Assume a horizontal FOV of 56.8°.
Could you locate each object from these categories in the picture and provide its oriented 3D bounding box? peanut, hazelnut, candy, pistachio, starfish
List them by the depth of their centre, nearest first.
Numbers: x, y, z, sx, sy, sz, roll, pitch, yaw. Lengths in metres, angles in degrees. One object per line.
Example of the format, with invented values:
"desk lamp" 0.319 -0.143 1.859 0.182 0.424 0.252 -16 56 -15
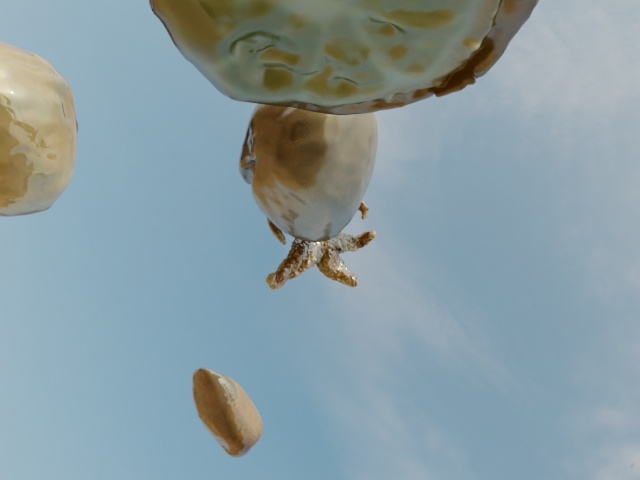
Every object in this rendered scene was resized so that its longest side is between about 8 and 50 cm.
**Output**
"candy" 0.014 -0.179 0.380 0.259 0.259 0.118 -12 -113 36
"pistachio" -0.010 -0.079 0.642 0.153 0.238 0.138 -16 -110 -6
"starfish" -0.006 0.005 0.773 0.150 0.209 0.053 48 -46 -1
"hazelnut" -0.462 -0.157 0.806 0.240 0.261 0.261 -19 -99 -8
"peanut" -0.130 0.233 0.815 0.076 0.076 0.152 -6 -63 36
